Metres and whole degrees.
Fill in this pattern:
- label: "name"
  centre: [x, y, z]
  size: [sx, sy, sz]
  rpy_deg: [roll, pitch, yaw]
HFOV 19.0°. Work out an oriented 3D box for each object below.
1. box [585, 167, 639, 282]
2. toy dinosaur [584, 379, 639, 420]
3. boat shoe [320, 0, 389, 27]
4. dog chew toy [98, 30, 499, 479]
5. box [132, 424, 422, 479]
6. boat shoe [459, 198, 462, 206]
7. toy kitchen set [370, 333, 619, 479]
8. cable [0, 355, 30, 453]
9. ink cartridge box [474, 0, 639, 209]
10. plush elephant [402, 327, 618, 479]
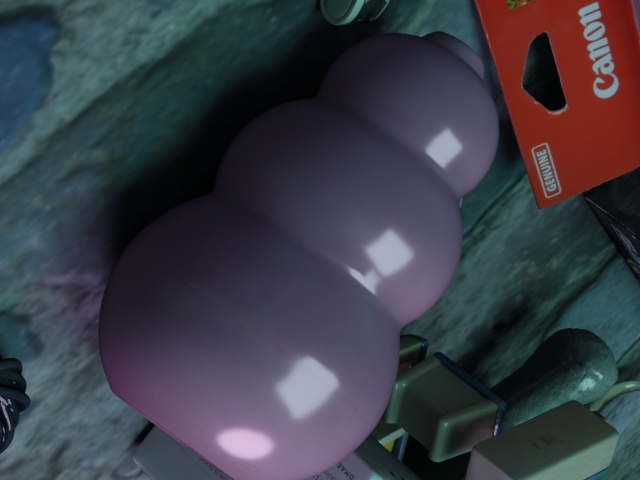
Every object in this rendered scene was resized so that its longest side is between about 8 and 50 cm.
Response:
- label: "box"
  centre: [0.436, -0.051, 1.821]
  size: [0.318, 0.097, 0.395]
  rpy_deg: [-45, 145, -2]
- label: "toy dinosaur"
  centre: [0.229, 0.206, 1.862]
  size: [0.268, 0.064, 0.118]
  rpy_deg: [-43, 161, -9]
- label: "boat shoe"
  centre: [0.044, -0.197, 1.277]
  size: [0.038, 0.046, 0.125]
  rpy_deg: [-3, 128, -47]
- label: "dog chew toy"
  centre: [0.000, 0.000, 1.295]
  size: [0.332, 0.207, 0.206]
  rpy_deg: [-54, 147, -9]
- label: "box"
  centre: [-0.014, 0.192, 1.463]
  size: [0.119, 0.182, 0.181]
  rpy_deg: [-52, 146, 2]
- label: "boat shoe"
  centre: [0.046, -0.023, 1.449]
  size: [0.142, 0.049, 0.040]
  rpy_deg: [-7, 166, -40]
- label: "toy kitchen set"
  centre: [0.115, 0.183, 1.575]
  size: [0.122, 0.207, 0.166]
  rpy_deg: [-19, 133, -38]
- label: "cable"
  centre: [-0.271, 0.144, 1.256]
  size: [0.184, 0.047, 0.150]
  rpy_deg: [-59, 150, 8]
- label: "ink cartridge box"
  centre: [0.256, -0.146, 1.448]
  size: [0.239, 0.060, 0.275]
  rpy_deg: [-24, 133, -1]
- label: "plush elephant"
  centre: [0.175, 0.296, 1.693]
  size: [0.330, 0.272, 0.255]
  rpy_deg: [-29, 124, 16]
